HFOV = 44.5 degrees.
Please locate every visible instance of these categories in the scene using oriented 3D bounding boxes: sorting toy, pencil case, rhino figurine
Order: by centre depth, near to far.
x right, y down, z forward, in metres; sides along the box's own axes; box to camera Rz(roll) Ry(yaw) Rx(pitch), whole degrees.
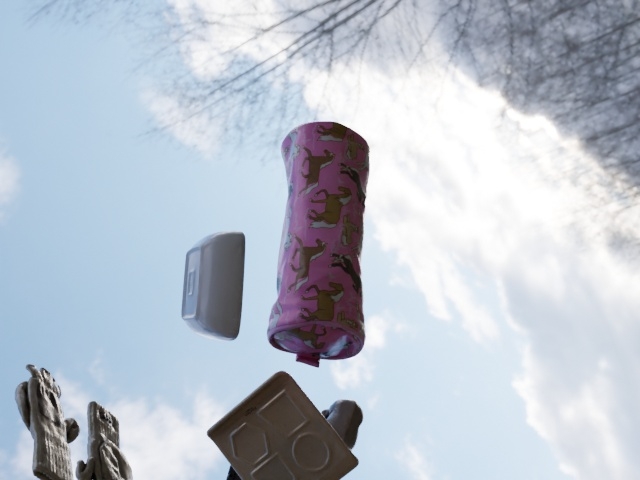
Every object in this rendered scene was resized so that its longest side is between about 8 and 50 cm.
[{"bbox_3d":[0.000,0.000,1.259,0.167,0.160,0.386,48,-142,-52],"label":"pencil case"},{"bbox_3d":[-0.065,0.351,1.337,0.208,0.193,0.038,49,-164,4],"label":"sorting toy"},{"bbox_3d":[0.019,0.394,1.449,0.073,0.106,0.243,32,-138,-8],"label":"rhino figurine"}]

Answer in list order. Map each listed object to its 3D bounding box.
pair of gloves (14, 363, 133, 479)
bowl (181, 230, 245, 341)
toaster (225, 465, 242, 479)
[{"bbox_3d":[-0.356,0.298,1.136,0.240,0.042,0.204,56,-176,-49],"label":"pair of gloves"},{"bbox_3d":[-0.141,0.057,1.002,0.053,0.142,0.142,6,-97,-20],"label":"bowl"},{"bbox_3d":[-0.092,0.488,1.569,0.110,0.185,0.168,-12,-60,-64],"label":"toaster"}]
